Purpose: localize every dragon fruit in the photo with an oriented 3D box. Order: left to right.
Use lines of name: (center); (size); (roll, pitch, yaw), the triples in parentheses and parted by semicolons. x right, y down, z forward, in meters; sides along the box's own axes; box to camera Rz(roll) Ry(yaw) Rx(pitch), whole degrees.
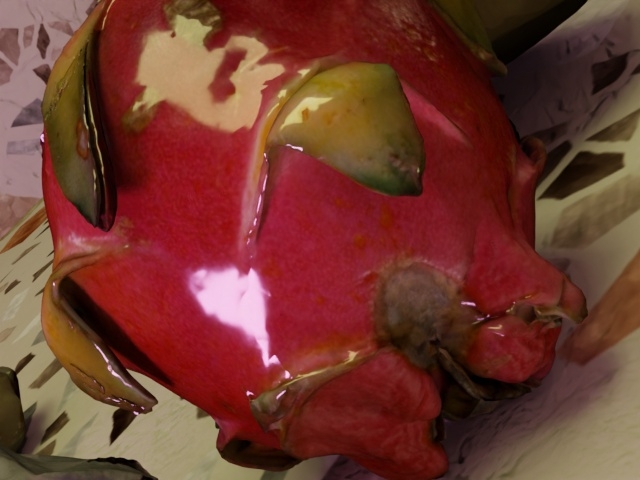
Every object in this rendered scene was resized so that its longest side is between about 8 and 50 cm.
dragon fruit: (0.000, 0.000, 0.587); (0.305, 0.305, 0.226); (-38, 41, 9)

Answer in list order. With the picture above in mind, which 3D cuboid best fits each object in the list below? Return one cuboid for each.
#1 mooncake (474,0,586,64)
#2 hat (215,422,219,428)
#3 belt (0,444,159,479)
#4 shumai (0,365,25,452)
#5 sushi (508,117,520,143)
mooncake: (0.046, -0.203, 0.894); (0.378, 0.200, 0.378); (-31, 0, 0)
hat: (-0.029, 0.095, 0.772); (0.121, 0.050, 0.121); (-38, 23, 19)
belt: (-0.205, 0.237, 0.607); (0.289, 0.184, 0.164); (-43, 13, -22)
shumai: (-0.409, 0.258, 1.059); (0.346, 0.217, 0.283); (-12, 0, 32)
sushi: (0.102, -0.051, 0.806); (0.094, 0.098, 0.084); (-4, 41, 31)
